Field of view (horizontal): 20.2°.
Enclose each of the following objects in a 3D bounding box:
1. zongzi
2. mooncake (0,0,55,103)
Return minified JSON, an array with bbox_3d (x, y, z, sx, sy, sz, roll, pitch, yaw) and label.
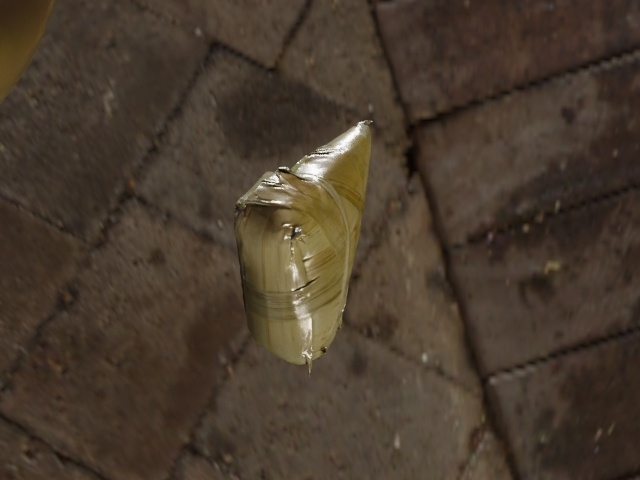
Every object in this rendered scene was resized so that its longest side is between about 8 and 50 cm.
[{"bbox_3d":[0.000,0.000,1.706,0.099,0.194,0.197,19,42,26],"label":"zongzi"},{"bbox_3d":[-0.180,-0.109,0.513,0.117,0.235,0.234,-38,69,28],"label":"mooncake"}]
